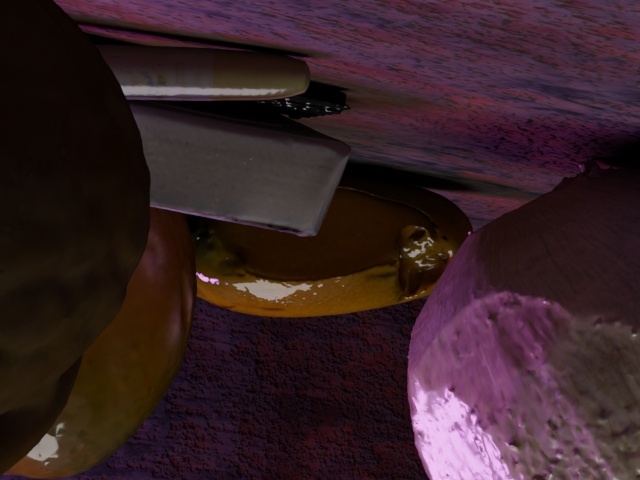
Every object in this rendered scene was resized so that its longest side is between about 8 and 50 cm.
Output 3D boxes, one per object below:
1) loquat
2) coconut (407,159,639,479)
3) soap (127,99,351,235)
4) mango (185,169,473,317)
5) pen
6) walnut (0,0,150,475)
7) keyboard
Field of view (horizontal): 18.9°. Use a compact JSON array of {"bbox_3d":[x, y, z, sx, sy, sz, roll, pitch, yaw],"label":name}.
[{"bbox_3d":[-0.229,0.035,1.443,0.276,0.283,0.276,9,-178,0],"label":"loquat"},{"bbox_3d":[0.197,0.082,1.281,0.297,0.254,0.297,-27,-174,3],"label":"coconut"},{"bbox_3d":[-0.088,-0.056,1.200,0.183,0.063,0.121,9,-168,-32],"label":"soap"},{"bbox_3d":[0.000,0.000,1.601,0.262,0.130,0.167,3,-178,-2],"label":"mango"},{"bbox_3d":[-0.122,-0.097,1.057,0.233,0.032,0.040,0,133,0],"label":"pen"},{"bbox_3d":[-0.230,-0.013,0.793,0.333,0.332,0.333,8,176,1],"label":"walnut"},{"bbox_3d":[-0.109,-0.101,1.142,0.251,0.017,0.087,10,175,-26],"label":"keyboard"}]
